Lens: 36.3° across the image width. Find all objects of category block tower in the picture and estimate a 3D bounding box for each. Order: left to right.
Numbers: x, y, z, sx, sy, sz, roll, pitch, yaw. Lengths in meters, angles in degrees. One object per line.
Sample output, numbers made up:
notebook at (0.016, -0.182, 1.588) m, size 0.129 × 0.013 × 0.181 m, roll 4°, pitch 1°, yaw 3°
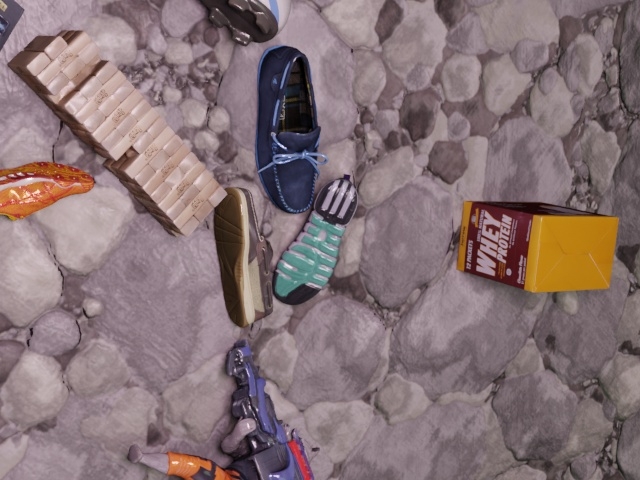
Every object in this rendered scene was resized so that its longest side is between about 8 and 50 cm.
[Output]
block tower at (-0.266, -0.144, 1.339) m, size 0.091 × 0.097 × 0.335 m, roll -49°, pitch 122°, yaw -14°

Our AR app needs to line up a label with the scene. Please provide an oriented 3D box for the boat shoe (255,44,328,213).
boat shoe at (-0.049, -0.161, 1.477) m, size 0.109 × 0.089 × 0.258 m, roll -20°, pitch 110°, yaw -28°

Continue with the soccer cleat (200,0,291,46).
soccer cleat at (-0.169, -0.413, 1.352) m, size 0.331 × 0.116 × 0.143 m, roll 39°, pitch 55°, yaw -29°

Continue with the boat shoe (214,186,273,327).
boat shoe at (-0.110, 0.021, 1.487) m, size 0.073 × 0.080 × 0.223 m, roll -16°, pitch 114°, yaw -35°

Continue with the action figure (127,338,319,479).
action figure at (-0.151, 0.340, 1.510) m, size 0.330 × 0.178 × 0.341 m, roll -5°, pitch 75°, yaw -39°

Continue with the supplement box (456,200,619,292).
supplement box at (0.380, 0.006, 1.724) m, size 0.191 × 0.194 × 0.129 m, roll -1°, pitch 100°, yaw -33°

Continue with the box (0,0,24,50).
box at (-0.478, -0.287, 1.138) m, size 0.233 × 0.059 × 0.183 m, roll 44°, pitch 39°, yaw -32°

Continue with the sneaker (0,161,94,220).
sneaker at (-0.391, -0.064, 1.305) m, size 0.175 × 0.064 × 0.067 m, roll -9°, pitch 125°, yaw -26°

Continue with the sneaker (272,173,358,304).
sneaker at (0.000, 0.000, 1.554) m, size 0.083 × 0.098 × 0.223 m, roll 30°, pitch 107°, yaw -2°
